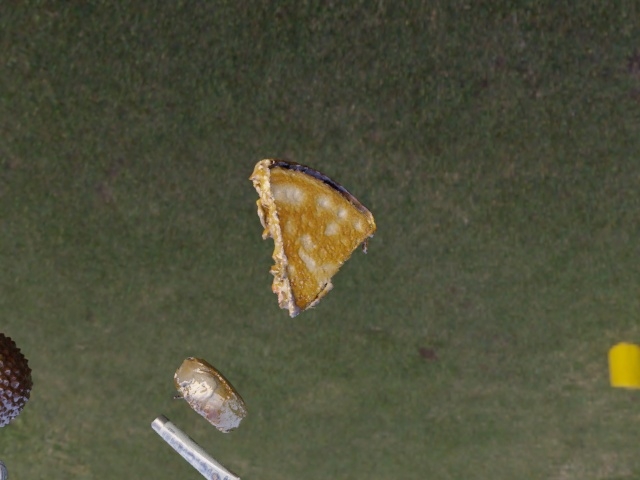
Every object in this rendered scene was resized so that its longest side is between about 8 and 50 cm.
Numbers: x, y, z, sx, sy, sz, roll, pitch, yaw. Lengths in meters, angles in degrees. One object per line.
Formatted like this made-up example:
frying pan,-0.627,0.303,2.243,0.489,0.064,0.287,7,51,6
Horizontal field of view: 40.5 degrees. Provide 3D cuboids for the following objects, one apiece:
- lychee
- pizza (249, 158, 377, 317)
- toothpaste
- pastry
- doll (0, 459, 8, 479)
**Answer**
lychee,-0.809,0.318,2.026,0.267,0.268,0.267,5,144,4
pizza,0.000,0.000,1.543,0.251,0.288,0.074,3,162,-35
toothpaste,-0.269,0.462,1.874,0.239,0.039,0.062,36,114,18
pastry,-0.194,0.269,1.527,0.153,0.081,0.153,36,171,7
doll,-0.725,0.548,1.915,0.079,0.180,0.094,14,133,-39
